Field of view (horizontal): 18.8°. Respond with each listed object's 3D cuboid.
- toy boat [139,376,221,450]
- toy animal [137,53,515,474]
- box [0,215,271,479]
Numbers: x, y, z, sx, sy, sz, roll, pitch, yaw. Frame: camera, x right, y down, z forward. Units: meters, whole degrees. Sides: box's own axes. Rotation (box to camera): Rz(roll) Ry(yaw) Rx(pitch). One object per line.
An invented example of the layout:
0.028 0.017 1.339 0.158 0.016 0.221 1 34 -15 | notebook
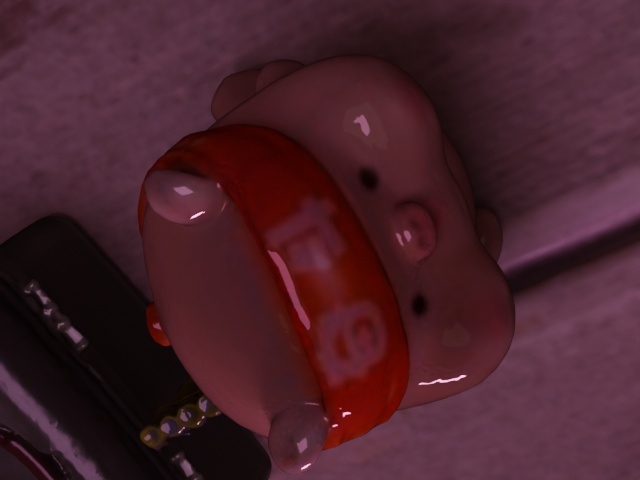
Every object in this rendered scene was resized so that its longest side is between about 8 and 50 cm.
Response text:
-0.043 0.060 0.938 0.063 0.115 0.016 -29 103 27 | toy boat
0.000 0.000 0.848 0.171 0.197 0.171 3 108 9 | toy animal
-0.134 0.103 0.980 0.148 0.129 0.210 -35 98 28 | box
